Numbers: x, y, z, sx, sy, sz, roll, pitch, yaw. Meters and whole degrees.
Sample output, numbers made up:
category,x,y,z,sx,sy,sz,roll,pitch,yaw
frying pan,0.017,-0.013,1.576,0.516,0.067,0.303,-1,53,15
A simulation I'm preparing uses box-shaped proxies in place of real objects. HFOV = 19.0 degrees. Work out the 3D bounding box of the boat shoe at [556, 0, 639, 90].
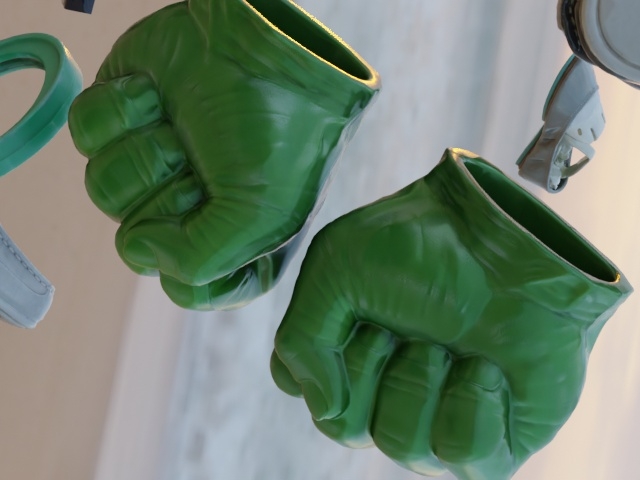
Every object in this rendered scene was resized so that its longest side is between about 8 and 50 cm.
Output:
category,x,y,z,sx,sy,sz,roll,pitch,yaw
boat shoe,0.288,-0.100,1.031,0.095,0.335,0.112,-122,-133,-80

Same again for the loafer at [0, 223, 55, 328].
category,x,y,z,sx,sy,sz,roll,pitch,yaw
loafer,-0.287,-0.072,1.352,0.111,0.319,0.112,-45,-157,-17

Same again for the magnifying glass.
category,x,y,z,sx,sy,sz,roll,pitch,yaw
magnifying glass,-0.225,-0.036,0.980,0.026,0.231,0.092,54,11,-38

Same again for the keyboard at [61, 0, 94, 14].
category,x,y,z,sx,sy,sz,roll,pitch,yaw
keyboard,-0.168,-0.339,1.578,0.201,0.033,0.317,-123,-134,-60

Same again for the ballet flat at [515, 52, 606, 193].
category,x,y,z,sx,sy,sz,roll,pitch,yaw
ballet flat,0.252,-0.115,1.919,0.072,0.068,0.213,-51,170,-26

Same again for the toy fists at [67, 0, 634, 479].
category,x,y,z,sx,sy,sz,roll,pitch,yaw
toy fists,0.000,0.000,0.883,0.142,0.279,0.096,-55,168,17
